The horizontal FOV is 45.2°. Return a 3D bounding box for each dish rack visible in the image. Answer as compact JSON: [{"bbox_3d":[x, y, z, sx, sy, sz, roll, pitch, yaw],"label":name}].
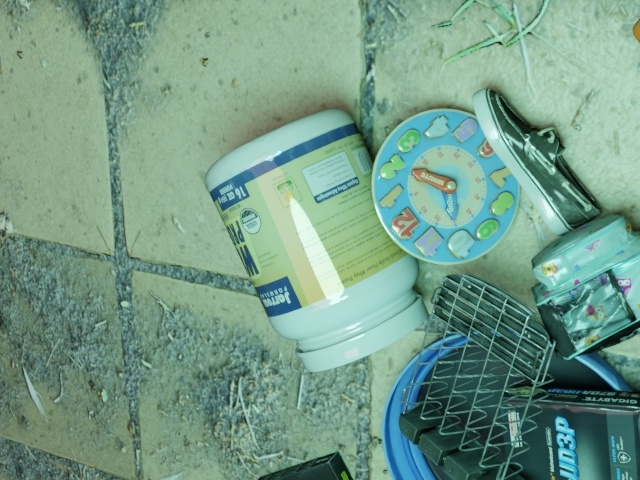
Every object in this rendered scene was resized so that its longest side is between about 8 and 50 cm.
[{"bbox_3d":[0.202,0.184,0.978,0.208,0.074,0.271,33,118,47],"label":"dish rack"}]

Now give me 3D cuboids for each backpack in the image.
[{"bbox_3d":[0.352,0.045,0.931,0.188,0.166,0.144,-22,87,15],"label":"backpack"}]

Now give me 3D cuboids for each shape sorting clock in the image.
[{"bbox_3d":[0.166,-0.071,1.007,0.206,0.040,0.206,0,91,-9],"label":"shape sorting clock"}]

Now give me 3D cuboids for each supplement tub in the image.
[{"bbox_3d":[0.000,0.000,1.076,0.228,0.228,0.316,-24,93,32],"label":"supplement tub"}]

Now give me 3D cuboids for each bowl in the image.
[{"bbox_3d":[0.280,0.299,1.102,0.391,0.077,0.391,9,109,26],"label":"bowl"}]

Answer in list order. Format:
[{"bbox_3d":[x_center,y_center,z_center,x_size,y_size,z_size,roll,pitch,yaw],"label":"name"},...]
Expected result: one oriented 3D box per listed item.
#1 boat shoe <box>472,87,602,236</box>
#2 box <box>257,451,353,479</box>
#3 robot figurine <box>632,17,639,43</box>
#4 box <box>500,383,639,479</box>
[{"bbox_3d":[0.278,-0.111,0.982,0.070,0.078,0.219,-33,96,33],"label":"boat shoe"},{"bbox_3d":[-0.006,0.477,1.334,0.191,0.045,0.184,-27,93,32],"label":"box"},{"bbox_3d":[0.443,-0.181,0.835,0.219,0.158,0.128,51,144,7],"label":"robot figurine"},{"bbox_3d":[0.333,0.299,0.996,0.175,0.051,0.220,-1,104,30],"label":"box"}]
